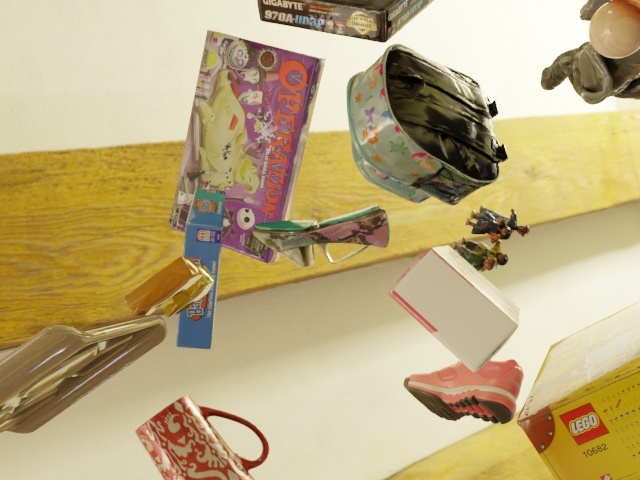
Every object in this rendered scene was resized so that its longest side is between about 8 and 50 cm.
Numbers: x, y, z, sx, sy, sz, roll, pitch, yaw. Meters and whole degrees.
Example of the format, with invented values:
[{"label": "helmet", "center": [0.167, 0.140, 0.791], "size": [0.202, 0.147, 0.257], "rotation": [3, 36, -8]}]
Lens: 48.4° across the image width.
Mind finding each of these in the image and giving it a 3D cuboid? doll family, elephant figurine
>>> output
[{"label": "doll family", "center": [0.345, -0.002, 1.432], "size": [0.193, 0.111, 0.076], "rotation": [-59, -28, -19]}, {"label": "elephant figurine", "center": [0.453, -0.277, 1.103], "size": [0.170, 0.239, 0.186], "rotation": [17, -134, 5]}]

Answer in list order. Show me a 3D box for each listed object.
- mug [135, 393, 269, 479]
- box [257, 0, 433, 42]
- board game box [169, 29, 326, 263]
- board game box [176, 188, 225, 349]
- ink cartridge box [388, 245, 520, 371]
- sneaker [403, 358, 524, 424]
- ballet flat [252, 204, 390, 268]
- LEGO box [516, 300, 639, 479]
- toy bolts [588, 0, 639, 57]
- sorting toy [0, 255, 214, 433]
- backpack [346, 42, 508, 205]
[{"label": "mug", "center": [-0.171, 0.311, 1.039], "size": [0.169, 0.113, 0.150], "rotation": [52, -139, 7]}, {"label": "box", "center": [0.041, -0.370, 1.076], "size": [0.175, 0.220, 0.051], "rotation": [-47, -36, -39]}, {"label": "board game box", "center": [-0.129, -0.156, 1.193], "size": [0.056, 0.208, 0.346], "rotation": [-26, -48, -69]}, {"label": "board game box", "center": [-0.159, 0.030, 0.958], "size": [0.047, 0.210, 0.160], "rotation": [5, -75, -8]}, {"label": "ink cartridge box", "center": [0.201, 0.090, 1.030], "size": [0.158, 0.092, 0.218], "rotation": [43, -170, 11]}, {"label": "sneaker", "center": [0.315, 0.310, 1.541], "size": [0.116, 0.314, 0.136], "rotation": [46, -118, -22]}, {"label": "ballet flat", "center": [0.000, 0.000, 1.071], "size": [0.077, 0.222, 0.079], "rotation": [-34, -66, -64]}, {"label": "LEGO box", "center": [0.607, 0.196, 1.132], "size": [0.193, 0.500, 0.372], "rotation": [57, -152, 4]}, {"label": "toy bolts", "center": [0.415, -0.221, 0.751], "size": [0.228, 0.158, 0.218], "rotation": [44, -158, 29]}, {"label": "sorting toy", "center": [-0.230, 0.106, 0.668], "size": [0.307, 0.229, 0.041], "rotation": [-35, -99, 3]}, {"label": "backpack", "center": [0.153, -0.188, 1.164], "size": [0.254, 0.191, 0.225], "rotation": [20, -123, -40]}]
